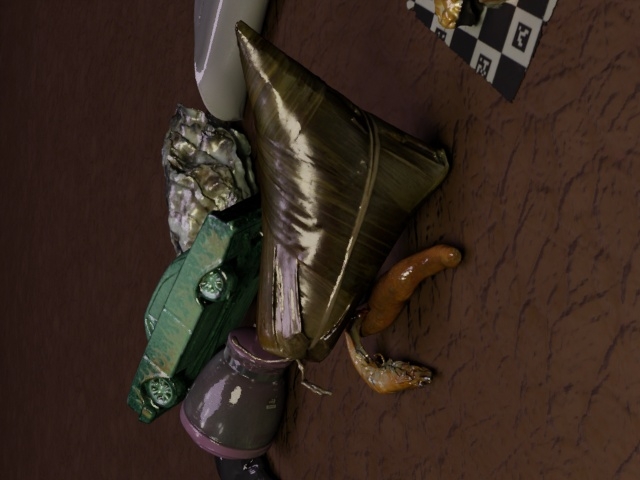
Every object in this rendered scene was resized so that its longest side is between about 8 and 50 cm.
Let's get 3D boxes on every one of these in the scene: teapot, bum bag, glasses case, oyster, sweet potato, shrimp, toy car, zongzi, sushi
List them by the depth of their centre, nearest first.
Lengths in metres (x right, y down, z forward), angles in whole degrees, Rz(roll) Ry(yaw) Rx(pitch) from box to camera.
[{"bbox_3d":[0.129,-0.242,0.884,0.210,0.040,0.192,60,139,47],"label":"sushi"},{"bbox_3d":[-0.039,-0.025,0.907,0.247,0.241,0.111,-60,29,-1],"label":"zongzi"},{"bbox_3d":[0.074,0.043,0.970,0.179,0.044,0.044,-52,43,50],"label":"sweet potato"},{"bbox_3d":[0.061,0.108,0.983,0.127,0.025,0.091,3,117,57],"label":"shrimp"},{"bbox_3d":[-0.082,0.168,1.227,0.116,0.148,0.146,33,113,21],"label":"teapot"},{"bbox_3d":[-0.136,0.072,1.248,0.097,0.141,0.320,37,123,15],"label":"toy car"},{"bbox_3d":[-0.097,0.287,1.282,0.197,0.049,0.087,52,128,54],"label":"bum bag"},{"bbox_3d":[-0.109,-0.310,1.318,0.128,0.083,0.308,57,137,48],"label":"glasses case"},{"bbox_3d":[-0.156,-0.041,1.364,0.198,0.112,0.267,-55,45,48],"label":"oyster"}]

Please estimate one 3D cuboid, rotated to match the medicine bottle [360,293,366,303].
[{"bbox_3d":[0.000,0.000,1.078,0.079,0.079,0.140,-37,55,57],"label":"medicine bottle"}]
